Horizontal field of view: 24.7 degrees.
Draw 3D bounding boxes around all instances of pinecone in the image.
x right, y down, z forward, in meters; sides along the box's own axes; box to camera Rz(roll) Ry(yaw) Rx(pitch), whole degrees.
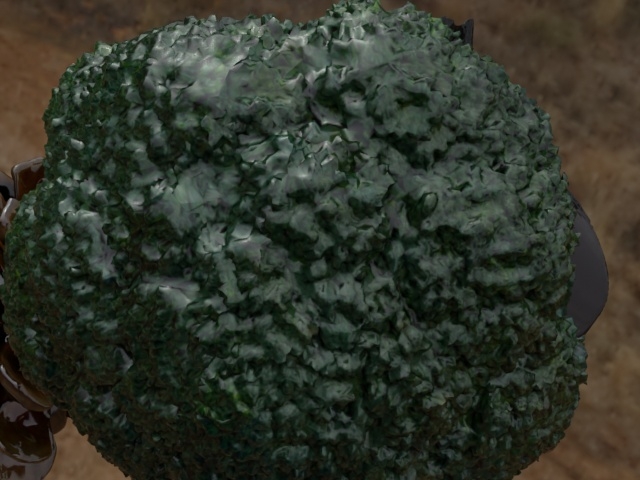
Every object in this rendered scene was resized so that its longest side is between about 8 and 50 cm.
[{"bbox_3d":[-0.181,0.055,0.999,0.201,0.229,0.202,-15,42,26],"label":"pinecone"}]

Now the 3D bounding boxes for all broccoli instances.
[{"bbox_3d":[0.000,0.000,0.715,0.297,0.298,0.297,26,38,7],"label":"broccoli"}]

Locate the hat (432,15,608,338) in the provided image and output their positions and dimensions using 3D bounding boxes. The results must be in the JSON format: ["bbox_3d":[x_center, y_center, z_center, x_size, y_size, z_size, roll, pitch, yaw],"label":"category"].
[{"bbox_3d":[0.111,-0.025,1.174,0.336,0.238,0.209,35,-7,-8],"label":"hat"}]
